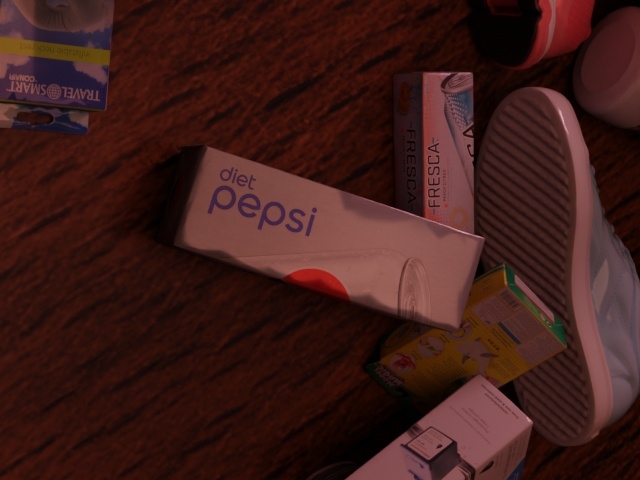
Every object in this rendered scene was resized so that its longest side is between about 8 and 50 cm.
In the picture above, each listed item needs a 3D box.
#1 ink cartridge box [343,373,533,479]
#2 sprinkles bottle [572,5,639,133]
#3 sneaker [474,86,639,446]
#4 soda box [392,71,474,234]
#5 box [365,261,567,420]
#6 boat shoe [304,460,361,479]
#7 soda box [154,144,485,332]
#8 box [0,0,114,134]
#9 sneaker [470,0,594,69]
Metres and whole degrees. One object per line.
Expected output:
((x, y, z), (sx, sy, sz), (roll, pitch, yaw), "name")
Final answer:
((0.107, 0.240, 1.607), (0.190, 0.082, 0.140), (-37, 151, -25), "ink cartridge box")
((0.438, -0.131, 1.788), (0.355, 0.121, 0.121), (21, 83, -30), "sprinkles bottle")
((0.256, 0.018, 1.710), (0.150, 0.135, 0.366), (-18, 105, -48), "sneaker")
((0.112, -0.075, 1.643), (0.063, 0.058, 0.183), (-4, 97, -29), "soda box")
((0.141, 0.107, 1.639), (0.179, 0.043, 0.105), (-34, 118, 23), "box")
((-0.010, 0.267, 1.606), (0.152, 0.049, 0.056), (-33, 108, -24), "boat shoe")
((0.000, 0.000, 1.532), (0.286, 0.091, 0.098), (18, 87, -17), "soda box")
((-0.237, -0.184, 1.445), (0.109, 0.042, 0.178), (3, 92, -29), "box")
((0.227, -0.333, 1.671), (0.136, 0.116, 0.314), (-9, 108, -41), "sneaker")
